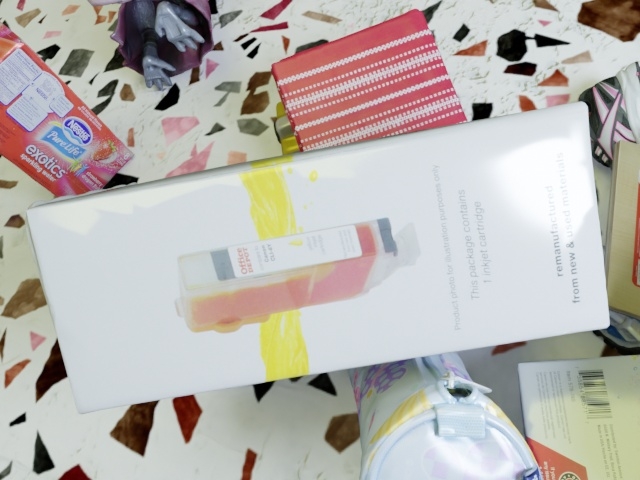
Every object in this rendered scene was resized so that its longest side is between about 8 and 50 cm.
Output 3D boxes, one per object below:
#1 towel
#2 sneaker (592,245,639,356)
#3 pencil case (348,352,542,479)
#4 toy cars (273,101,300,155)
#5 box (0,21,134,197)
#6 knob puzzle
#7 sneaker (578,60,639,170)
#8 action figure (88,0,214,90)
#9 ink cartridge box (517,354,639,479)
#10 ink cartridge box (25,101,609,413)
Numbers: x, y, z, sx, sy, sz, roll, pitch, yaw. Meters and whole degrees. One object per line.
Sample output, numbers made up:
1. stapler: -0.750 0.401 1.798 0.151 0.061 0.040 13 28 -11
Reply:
1. towel: 0.074 -0.122 0.697 0.198 0.031 0.275 -20 83 1
2. sneaker: 0.273 0.027 0.599 0.083 0.071 0.191 -38 65 -10
3. pencil case: 0.081 0.139 0.481 0.113 0.273 0.124 -12 94 2
4. toy cars: -0.067 -0.050 0.744 0.176 0.087 0.394 22 72 29
5. box: -0.403 -0.172 0.831 0.122 0.257 0.128 38 80 30
6. knob puzzle: 0.354 0.011 0.556 0.213 0.030 0.213 4 70 -10
7. sneaker: 0.331 -0.103 0.652 0.077 0.072 0.178 -17 57 38
8. action figure: -0.263 -0.446 0.935 0.248 0.275 0.370 -8 74 23
9. ink cartridge box: 0.260 0.171 0.481 0.176 0.127 0.128 -7 60 17
10. ink cartridge box: 0.000 0.000 0.528 0.384 0.279 0.161 -9 98 2
